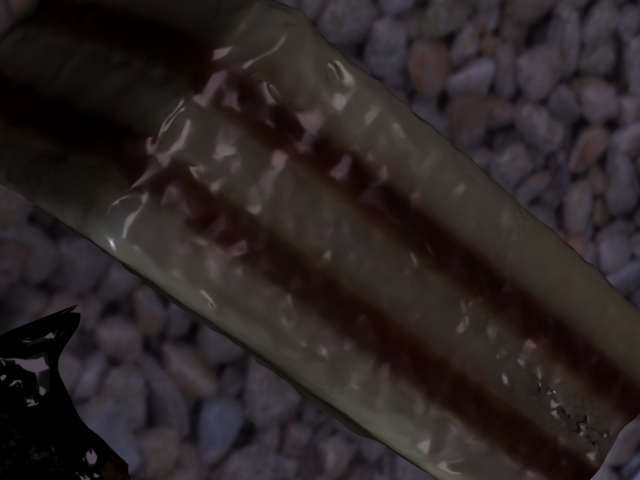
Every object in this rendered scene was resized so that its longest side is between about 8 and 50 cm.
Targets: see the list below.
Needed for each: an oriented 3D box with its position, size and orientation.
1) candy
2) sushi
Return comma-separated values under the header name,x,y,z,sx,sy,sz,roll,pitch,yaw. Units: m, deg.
name,x,y,z,sx,sy,sz,roll,pitch,yaw
candy,0.000,0.000,0.930,0.321,0.179,0.135,36,85,-32
sushi,-0.163,0.143,0.895,0.172,0.153,0.150,-34,99,-39
